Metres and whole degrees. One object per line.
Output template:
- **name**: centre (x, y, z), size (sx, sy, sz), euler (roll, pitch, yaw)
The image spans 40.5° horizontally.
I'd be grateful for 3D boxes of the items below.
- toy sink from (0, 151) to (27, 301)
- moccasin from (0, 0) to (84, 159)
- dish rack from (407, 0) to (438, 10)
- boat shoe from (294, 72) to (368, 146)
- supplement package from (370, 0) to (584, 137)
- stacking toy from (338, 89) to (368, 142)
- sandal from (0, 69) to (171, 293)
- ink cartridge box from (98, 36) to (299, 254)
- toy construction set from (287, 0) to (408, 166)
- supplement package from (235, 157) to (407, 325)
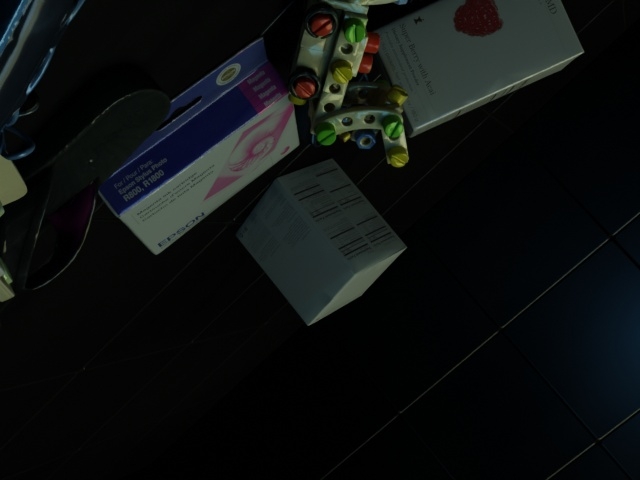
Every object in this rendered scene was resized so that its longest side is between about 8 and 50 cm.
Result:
- **toy sink**: centre (-0.422, 0.010, 0.938), size (0.234, 0.131, 0.152), euler (-26, 165, -13)
- **moccasin**: centre (-0.308, -0.143, 0.811), size (0.342, 0.137, 0.117), euler (-44, 165, 22)
- **dish rack**: centre (0.242, -0.479, 1.375), size (0.271, 0.074, 0.208), euler (-46, 164, 34)
- **boat shoe**: centre (0.028, -0.259, 1.464), size (0.109, 0.089, 0.258), euler (-32, 165, -31)
- **supplement package**: centre (0.248, -0.313, 1.429), size (0.293, 0.177, 0.175), euler (-25, -179, 5)
- **stacking toy**: centre (0.097, -0.262, 1.635), size (0.167, 0.052, 0.221), euler (-40, -179, 0)
- **sandal**: centre (-0.355, -0.032, 1.116), size (0.446, 0.107, 0.168), euler (-42, 166, 17)
- **ink cartridge box**: centre (-0.183, -0.131, 1.360), size (0.324, 0.071, 0.330), euler (-38, 168, -6)
- **toy construction set**: centre (0.065, -0.270, 1.262), size (0.151, 0.215, 0.327), euler (-105, -155, -61)
- **supplement package**: centre (0.000, 0.000, 1.869), size (0.198, 0.262, 0.199), euler (-25, 161, -47)
